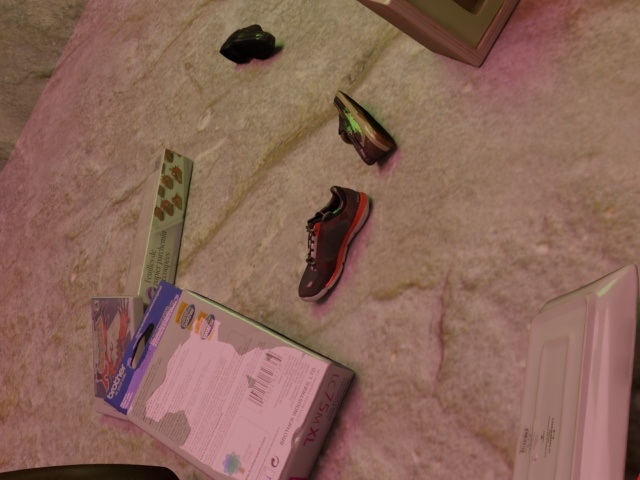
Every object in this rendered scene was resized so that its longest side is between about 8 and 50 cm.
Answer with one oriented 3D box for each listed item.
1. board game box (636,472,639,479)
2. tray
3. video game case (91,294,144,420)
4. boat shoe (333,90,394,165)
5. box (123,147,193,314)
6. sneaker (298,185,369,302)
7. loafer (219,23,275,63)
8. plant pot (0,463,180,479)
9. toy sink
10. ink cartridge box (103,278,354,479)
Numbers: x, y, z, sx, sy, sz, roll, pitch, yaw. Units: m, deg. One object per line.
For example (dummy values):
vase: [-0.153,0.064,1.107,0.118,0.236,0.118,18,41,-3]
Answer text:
board game box: [0.299,0.175,0.567,0.193,0.045,0.147,21,86,59]
tray: [0.192,0.158,0.711,0.145,0.030,0.270,132,153,-67]
video game case: [-0.336,0.192,1.469,0.183,0.023,0.201,-6,85,55]
boat shoe: [0.045,-0.150,1.173,0.049,0.056,0.152,-50,34,14]
box: [-0.287,-0.013,1.570,0.067,0.063,0.324,-34,43,43]
sneaker: [0.000,0.000,1.124,0.061,0.065,0.158,25,90,59]
loafer: [-0.125,-0.359,1.577,0.170,0.062,0.061,12,74,57]
plant pot: [-0.287,0.368,1.115,0.215,0.230,0.215,13,108,48]
toy sink: [0.166,-0.349,1.040,0.234,0.153,0.131,-59,31,7]
ink cartridge box: [-0.122,0.182,1.089,0.311,0.065,0.186,22,86,36]
